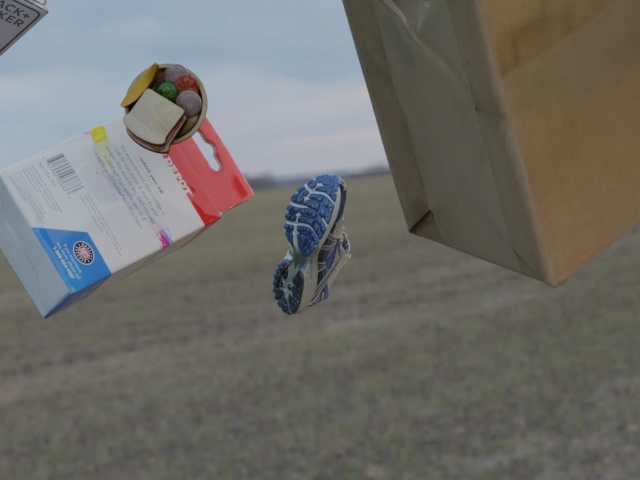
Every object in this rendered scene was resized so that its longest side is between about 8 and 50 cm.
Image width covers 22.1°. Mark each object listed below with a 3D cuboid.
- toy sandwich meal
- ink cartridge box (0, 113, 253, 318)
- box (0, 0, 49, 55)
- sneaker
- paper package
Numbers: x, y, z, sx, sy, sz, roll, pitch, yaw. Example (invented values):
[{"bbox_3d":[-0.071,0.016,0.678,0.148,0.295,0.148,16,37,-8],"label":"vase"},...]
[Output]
[{"bbox_3d":[-0.144,-0.123,1.491,0.086,0.085,0.029,-5,-9,5],"label":"toy sandwich meal"},{"bbox_3d":[-0.192,-0.039,1.558,0.231,0.134,0.078,-29,-5,-37],"label":"ink cartridge box"},{"bbox_3d":[-0.417,-0.247,1.791,0.087,0.169,0.290,26,-48,-37],"label":"box"},{"bbox_3d":[0.000,0.000,1.445,0.058,0.135,0.052,-8,37,-42],"label":"sneaker"},{"bbox_3d":[0.201,-0.176,1.301,0.325,0.309,0.168,-35,35,-25],"label":"paper package"}]
